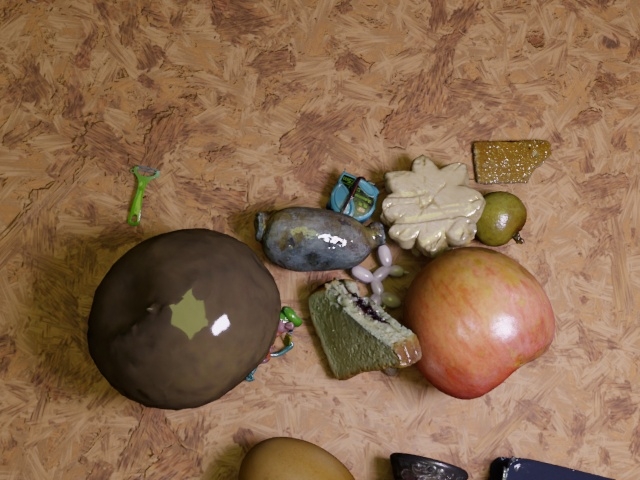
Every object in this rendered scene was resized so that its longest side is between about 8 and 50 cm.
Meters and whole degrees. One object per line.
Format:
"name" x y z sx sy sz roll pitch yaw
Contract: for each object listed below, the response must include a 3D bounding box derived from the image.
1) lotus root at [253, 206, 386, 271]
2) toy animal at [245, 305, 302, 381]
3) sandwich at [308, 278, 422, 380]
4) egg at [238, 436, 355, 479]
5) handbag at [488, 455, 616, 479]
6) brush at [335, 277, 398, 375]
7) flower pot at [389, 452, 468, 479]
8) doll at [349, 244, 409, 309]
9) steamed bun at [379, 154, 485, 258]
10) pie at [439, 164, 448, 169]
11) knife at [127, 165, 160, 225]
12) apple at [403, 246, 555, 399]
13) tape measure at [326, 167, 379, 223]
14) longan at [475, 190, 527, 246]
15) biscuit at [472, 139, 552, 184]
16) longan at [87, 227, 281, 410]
"lotus root" 0.000 0.002 1.585 0.350 0.175 0.175 4 77 -7
"toy animal" -0.126 0.268 1.559 0.103 0.100 0.208 46 66 -18
"sandwich" 0.096 0.206 1.499 0.100 0.288 0.254 -10 80 -36
"egg" -0.046 0.595 1.407 0.322 0.250 0.250 44 76 11
"handbag" 0.574 0.715 1.516 0.329 0.122 0.303 13 71 -5
"brush" 0.120 0.225 1.625 0.042 0.039 0.299 -27 79 -15
"flower pot" 0.230 0.654 1.432 0.267 0.266 0.267 16 64 -3
"doll" 0.161 0.113 1.639 0.161 0.059 0.160 -38 83 -14
"steamed bun" 0.295 -0.087 1.649 0.295 0.137 0.292 28 73 21
"pie" 0.371 -0.180 1.749 0.084 0.020 0.084 2 77 -7
"knife" -0.485 -0.120 1.635 0.078 0.022 0.166 10 75 1
"apple" 0.374 0.190 1.501 0.364 0.364 0.363 1 77 -6
"tape measure" 0.091 -0.110 1.670 0.125 0.081 0.146 26 76 3
"longan" 0.489 -0.053 1.667 0.176 0.145 0.154 43 111 19
"biscuit" 0.560 -0.227 1.779 0.237 0.026 0.131 -2 79 -8
"longan" -0.307 0.175 1.394 0.436 0.404 0.404 -33 83 -16
